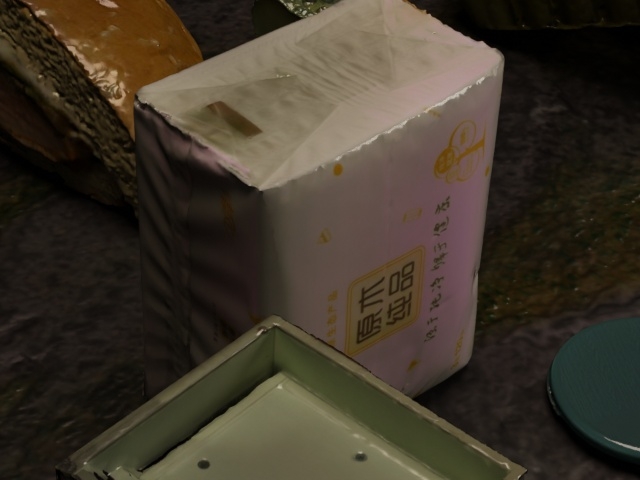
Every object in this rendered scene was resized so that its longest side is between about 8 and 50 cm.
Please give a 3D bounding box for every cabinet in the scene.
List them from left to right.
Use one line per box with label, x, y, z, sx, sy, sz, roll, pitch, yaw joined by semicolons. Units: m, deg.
cabinet;-0.018;0.174;0.741;0.145;0.206;0.150;30;46;29

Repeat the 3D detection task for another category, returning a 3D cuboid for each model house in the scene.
model house;0.002;-0.164;1.273;0.078;0.066;0.083;33;46;30

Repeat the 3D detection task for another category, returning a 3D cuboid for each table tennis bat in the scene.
table tennis bat;0.206;0.111;0.974;0.124;0.033;0.201;-7;37;-9

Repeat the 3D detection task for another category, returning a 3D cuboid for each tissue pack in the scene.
tissue pack;0.000;0.000;0.943;0.185;0.225;0.124;-27;48;-31

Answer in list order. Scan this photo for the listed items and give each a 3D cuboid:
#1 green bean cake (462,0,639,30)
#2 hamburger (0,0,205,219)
green bean cake;0.236;-0.267;1.307;0.236;0.124;0.233;4;39;41
hamburger;-0.139;-0.116;1.153;0.155;0.135;0.207;-28;50;-30
